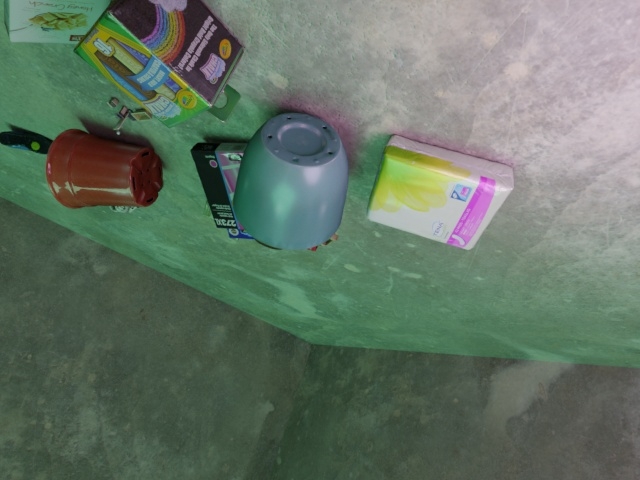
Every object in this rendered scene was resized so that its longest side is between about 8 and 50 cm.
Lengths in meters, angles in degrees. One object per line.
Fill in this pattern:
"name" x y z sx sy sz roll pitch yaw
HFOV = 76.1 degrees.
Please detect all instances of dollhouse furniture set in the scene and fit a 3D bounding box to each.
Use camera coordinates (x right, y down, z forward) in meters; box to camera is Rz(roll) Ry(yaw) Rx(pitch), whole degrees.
"dollhouse furniture set" -0.560 -0.355 1.183 0.114 0.081 0.091 5 153 29

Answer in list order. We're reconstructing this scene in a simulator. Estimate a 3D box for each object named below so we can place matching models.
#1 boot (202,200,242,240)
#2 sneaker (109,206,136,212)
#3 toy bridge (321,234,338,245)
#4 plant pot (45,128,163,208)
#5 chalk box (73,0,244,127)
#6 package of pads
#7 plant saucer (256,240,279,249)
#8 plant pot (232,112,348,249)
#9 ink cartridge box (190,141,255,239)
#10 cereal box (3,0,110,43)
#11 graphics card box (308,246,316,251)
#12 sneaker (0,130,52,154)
"boot" -0.387 -0.084 1.650 0.165 0.077 0.213 20 151 -3
"sneaker" -0.752 -0.177 1.646 0.331 0.146 0.122 -10 141 46
"toy bridge" 0.000 0.000 1.600 0.188 0.026 0.063 -5 149 44
"plant pot" -0.705 -0.227 1.383 0.265 0.272 0.272 7 155 7
"chalk box" -0.295 -0.365 0.840 0.179 0.180 0.289 -4 146 42
"package of pads" 0.276 -0.110 1.003 0.297 0.101 0.229 18 141 5
"plant saucer" -0.215 -0.009 1.733 0.199 0.036 0.198 17 157 7
"plant pot" -0.064 -0.161 0.999 0.293 0.293 0.235 19 143 1
"ink cartridge box" -0.267 -0.131 1.290 0.176 0.069 0.370 4 133 15
"cereal box" -0.524 -0.476 0.816 0.173 0.047 0.240 -18 -178 -37
"graphics card box" -0.168 -0.096 1.435 0.371 0.094 0.232 19 155 3
"sneaker" -1.130 -0.383 1.599 0.209 0.069 0.082 11 -170 -3
